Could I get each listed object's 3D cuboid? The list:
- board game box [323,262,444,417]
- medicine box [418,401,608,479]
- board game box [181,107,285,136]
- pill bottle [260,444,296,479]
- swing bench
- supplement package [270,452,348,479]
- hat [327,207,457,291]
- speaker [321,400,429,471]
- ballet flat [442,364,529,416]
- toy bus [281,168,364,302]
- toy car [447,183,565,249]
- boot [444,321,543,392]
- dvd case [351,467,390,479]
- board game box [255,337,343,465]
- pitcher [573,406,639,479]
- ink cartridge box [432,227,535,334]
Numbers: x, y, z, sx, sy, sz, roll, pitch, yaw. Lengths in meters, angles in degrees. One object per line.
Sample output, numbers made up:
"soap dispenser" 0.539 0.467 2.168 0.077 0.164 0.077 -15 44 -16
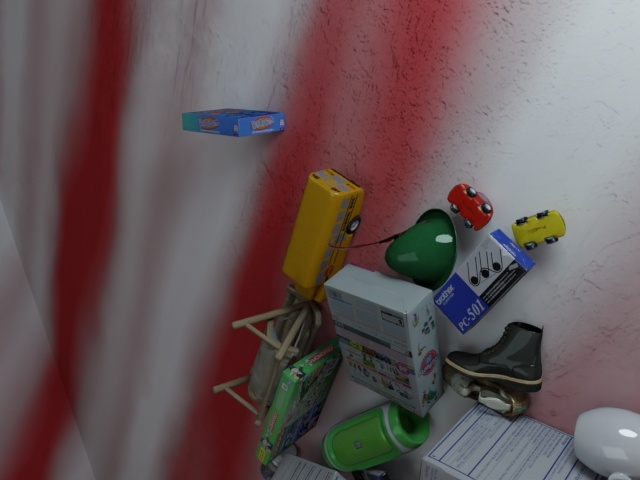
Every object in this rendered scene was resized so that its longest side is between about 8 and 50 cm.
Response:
"board game box" 0.146 0.220 1.340 0.223 0.097 0.304 19 133 40
"medicine box" 0.379 0.479 1.179 0.289 0.263 0.149 18 117 36
"board game box" -0.219 -0.298 1.506 0.210 0.160 0.047 13 112 37
"pill bottle" -0.125 0.665 1.808 0.078 0.078 0.137 44 128 21
"swing bench" -0.118 0.292 1.564 0.165 0.254 0.253 32 124 21
"supplement package" -0.018 0.688 1.622 0.139 0.134 0.244 44 152 -23
"hat" 0.150 0.021 1.242 0.209 0.183 0.173 122 145 -46
"speaker" 0.130 0.487 1.494 0.296 0.131 0.131 -39 78 42
"ballet flat" 0.341 0.318 1.291 0.206 0.067 0.073 13 110 38
"toy bus" 0.000 0.000 1.436 0.108 0.130 0.333 35 125 27
"toy car" 0.353 0.015 1.187 0.238 0.053 0.225 22 118 35
"boot" 0.362 0.220 1.245 0.197 0.077 0.137 8 106 25
"dvd case" 0.157 0.661 1.525 0.181 0.022 0.253 62 159 6
"board game box" -0.051 0.420 1.568 0.046 0.213 0.318 35 124 26
"pitcher" 0.557 0.387 1.055 0.207 0.178 0.126 2 129 39
"ink cartridge box" 0.313 0.084 1.176 0.097 0.046 0.207 48 132 21
